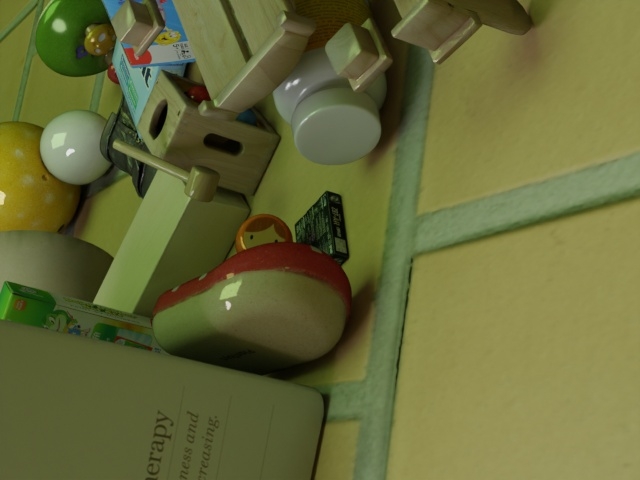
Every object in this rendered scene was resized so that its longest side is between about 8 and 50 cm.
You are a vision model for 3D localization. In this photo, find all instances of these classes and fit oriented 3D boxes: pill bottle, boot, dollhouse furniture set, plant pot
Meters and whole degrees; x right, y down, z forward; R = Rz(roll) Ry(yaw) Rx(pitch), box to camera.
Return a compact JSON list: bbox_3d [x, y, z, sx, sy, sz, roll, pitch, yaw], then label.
[{"bbox_3d":[0.005,-0.182,1.275,0.117,0.118,0.208,-47,38,39],"label":"pill bottle"},{"bbox_3d":[-0.211,-0.169,1.708,0.229,0.091,0.262,40,114,54],"label":"boot"},{"bbox_3d":[-0.006,-0.200,1.191,0.355,0.174,0.303,-42,56,34],"label":"dollhouse furniture set"},{"bbox_3d":[-0.391,0.168,1.653,0.256,0.257,0.274,-43,42,44],"label":"plant pot"}]

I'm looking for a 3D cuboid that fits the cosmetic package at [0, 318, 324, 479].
[{"bbox_3d":[-0.263,0.269,1.221,0.327,0.394,0.329,-10,67,59],"label":"cosmetic package"}]

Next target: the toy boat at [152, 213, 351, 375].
[{"bbox_3d":[-0.064,0.043,1.247,0.231,0.151,0.151,-23,52,54],"label":"toy boat"}]

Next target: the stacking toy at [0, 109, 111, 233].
[{"bbox_3d":[-0.514,-0.077,2.028,0.480,0.351,0.350,-24,53,34],"label":"stacking toy"}]

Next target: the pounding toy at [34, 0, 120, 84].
[{"bbox_3d":[-0.329,-0.331,1.937,0.110,0.183,0.237,49,118,29],"label":"pounding toy"}]

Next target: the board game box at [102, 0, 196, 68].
[{"bbox_3d":[-0.205,-0.409,1.399,0.302,0.086,0.308,74,-167,-59],"label":"board game box"}]

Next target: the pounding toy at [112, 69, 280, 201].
[{"bbox_3d":[-0.144,-0.125,1.443,0.094,0.181,0.206,-64,30,16],"label":"pounding toy"}]

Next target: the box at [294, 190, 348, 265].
[{"bbox_3d":[0.000,0.000,1.291,0.067,0.018,0.083,-47,38,40],"label":"box"}]

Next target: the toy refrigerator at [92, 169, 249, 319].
[{"bbox_3d":[-0.192,0.037,1.542,0.269,0.094,0.102,-61,37,22],"label":"toy refrigerator"}]

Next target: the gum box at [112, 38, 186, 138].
[{"bbox_3d":[-0.218,-0.251,1.601,0.184,0.041,0.157,112,144,-43],"label":"gum box"}]

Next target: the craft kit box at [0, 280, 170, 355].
[{"bbox_3d":[-0.293,0.197,1.469,0.061,0.247,0.249,34,104,60],"label":"craft kit box"}]
